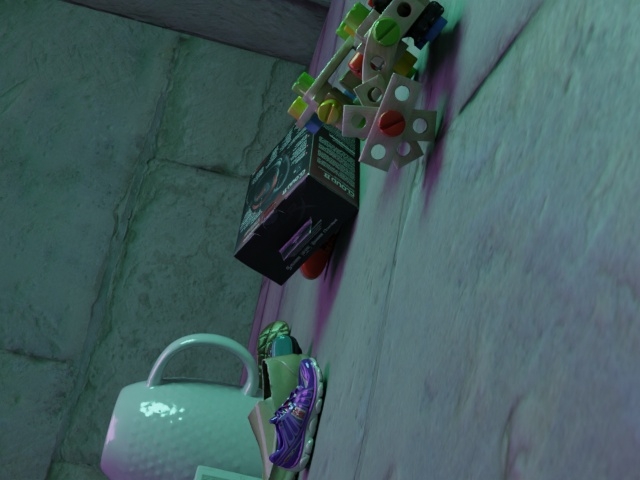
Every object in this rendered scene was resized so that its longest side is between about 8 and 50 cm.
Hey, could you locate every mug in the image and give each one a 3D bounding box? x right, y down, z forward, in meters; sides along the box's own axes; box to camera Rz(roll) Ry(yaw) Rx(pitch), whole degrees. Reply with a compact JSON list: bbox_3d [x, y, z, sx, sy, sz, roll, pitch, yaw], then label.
[{"bbox_3d":[-0.248,0.367,1.652,0.276,0.328,0.374,-112,36,-78],"label":"mug"}]

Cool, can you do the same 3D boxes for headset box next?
[{"bbox_3d":[-0.038,-0.079,1.442,0.218,0.110,0.293,-46,22,29],"label":"headset box"}]

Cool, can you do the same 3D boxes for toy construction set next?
[{"bbox_3d":[0.058,-0.202,1.001,0.215,0.151,0.328,-51,19,7],"label":"toy construction set"}]

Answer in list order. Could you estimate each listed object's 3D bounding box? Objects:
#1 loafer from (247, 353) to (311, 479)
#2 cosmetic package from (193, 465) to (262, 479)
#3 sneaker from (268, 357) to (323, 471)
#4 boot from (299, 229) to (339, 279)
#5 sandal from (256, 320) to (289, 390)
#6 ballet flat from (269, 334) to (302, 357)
[{"bbox_3d":[-0.077,0.309,1.353,0.102,0.092,0.268,113,168,-56],"label":"loafer"},{"bbox_3d":[-0.173,0.528,1.459,0.151,0.151,0.184,-106,31,-78],"label":"cosmetic package"},{"bbox_3d":[-0.038,0.255,1.226,0.068,0.071,0.170,122,161,-70],"label":"sneaker"},{"bbox_3d":[0.000,0.000,1.505,0.084,0.059,0.158,-142,67,-78],"label":"boot"},{"bbox_3d":[-0.112,0.274,1.898,0.049,0.072,0.180,58,-143,-69],"label":"sandal"},{"bbox_3d":[-0.062,0.270,1.467,0.074,0.074,0.203,117,159,-63],"label":"ballet flat"}]
